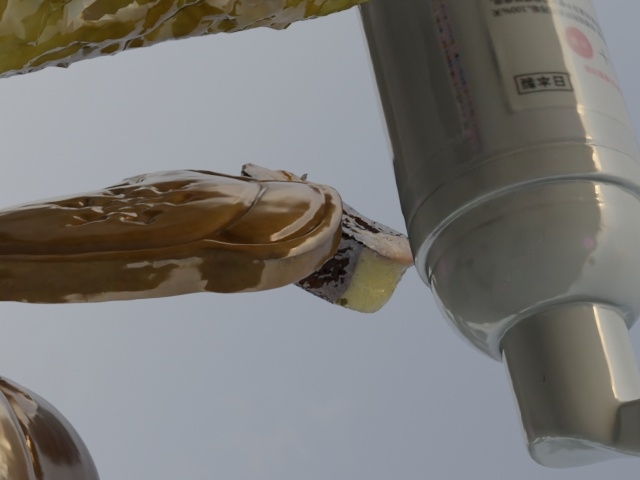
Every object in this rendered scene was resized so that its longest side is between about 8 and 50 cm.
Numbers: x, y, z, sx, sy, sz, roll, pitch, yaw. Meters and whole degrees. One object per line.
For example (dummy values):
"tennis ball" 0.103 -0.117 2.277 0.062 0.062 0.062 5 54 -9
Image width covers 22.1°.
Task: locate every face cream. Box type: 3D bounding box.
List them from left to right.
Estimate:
"face cream" 0.116 -0.023 0.941 0.145 0.145 0.369 -35 -129 35

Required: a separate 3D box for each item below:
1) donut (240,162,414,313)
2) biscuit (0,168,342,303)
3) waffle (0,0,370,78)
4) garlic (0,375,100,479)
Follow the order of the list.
"donut" 0.000 0.000 1.117 0.059 0.140 0.140 -62 -151 8
"biscuit" -0.061 -0.006 0.573 0.140 0.023 0.118 -5 -164 5
"waffle" -0.038 -0.122 0.522 0.168 0.274 0.057 -44 -108 44
"garlic" -0.239 0.178 0.989 0.214 0.160 0.191 -42 -122 16
